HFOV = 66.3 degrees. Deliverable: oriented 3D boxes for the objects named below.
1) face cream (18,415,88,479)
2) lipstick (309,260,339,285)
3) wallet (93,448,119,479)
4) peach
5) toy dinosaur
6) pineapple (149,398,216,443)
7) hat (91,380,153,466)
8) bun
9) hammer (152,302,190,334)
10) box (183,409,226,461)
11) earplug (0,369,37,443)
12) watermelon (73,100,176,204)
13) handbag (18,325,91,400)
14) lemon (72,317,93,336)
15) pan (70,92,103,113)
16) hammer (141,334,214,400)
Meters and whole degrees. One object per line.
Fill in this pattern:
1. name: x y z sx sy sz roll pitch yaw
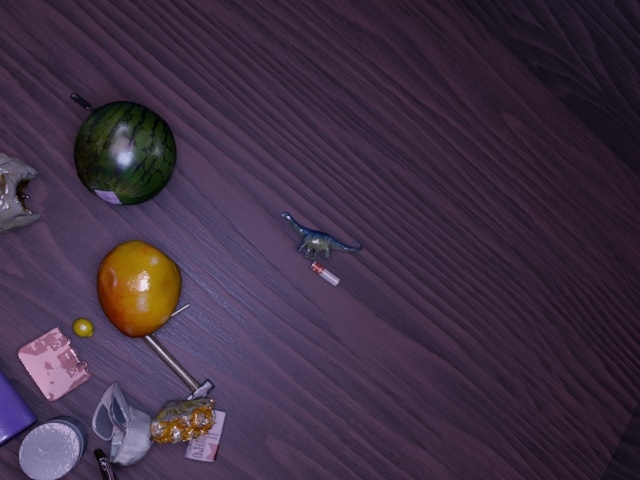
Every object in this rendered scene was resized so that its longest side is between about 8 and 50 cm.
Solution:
1. face cream: -0.866 0.674 1.602 0.177 0.153 0.178 3 79 -16
2. lipstick: 0.016 0.134 1.987 0.130 0.038 0.038 37 74 -8
3. wallet: -0.691 0.750 1.592 0.039 0.243 0.133 -20 85 -31
4. peach: -0.619 0.170 1.670 0.288 0.289 0.308 22 72 -11
5. toy dinosaur: -0.007 0.009 1.981 0.362 0.076 0.147 21 70 -8
6. pineapple: -0.483 0.617 1.694 0.236 0.186 0.115 0 93 -35
7. hat: -0.664 0.616 1.661 0.161 0.232 0.275 -12 72 -47
8. bun: -1.096 -0.165 1.635 0.281 0.205 0.282 2 81 -13
9. hammer: -0.564 0.288 1.814 0.182 0.017 0.062 -32 91 -18
10. box: -0.417 0.702 1.781 0.115 0.036 0.178 15 78 -11
11. earplug: -1.113 0.454 1.542 0.215 0.215 0.456 -34 89 -18
12. watermelon: -0.672 -0.303 1.709 0.362 0.363 0.364 2 81 -15
13. handbag: -0.905 0.421 1.677 0.157 0.059 0.213 -33 93 -16
14. lemon: -0.827 0.306 1.713 0.083 0.062 0.062 44 73 -5
15. pan: -0.840 -0.477 1.845 0.235 0.028 0.136 37 74 -8
16. hammer: -0.546 0.441 1.779 0.111 0.043 0.365 -43 95 -16
